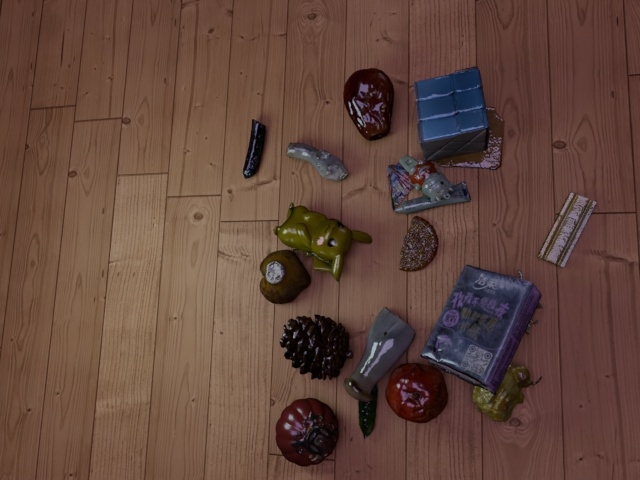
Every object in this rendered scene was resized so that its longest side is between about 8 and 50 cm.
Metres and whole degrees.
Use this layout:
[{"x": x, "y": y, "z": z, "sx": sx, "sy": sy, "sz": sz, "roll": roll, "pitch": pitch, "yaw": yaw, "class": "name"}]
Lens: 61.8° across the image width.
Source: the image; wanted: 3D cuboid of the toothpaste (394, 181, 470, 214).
[{"x": 0.399, "y": -0.143, "z": 1.926, "sx": 0.268, "sy": 0.047, "sz": 0.069, "roll": -16, "pitch": 44, "yaw": 10, "class": "toothpaste"}]

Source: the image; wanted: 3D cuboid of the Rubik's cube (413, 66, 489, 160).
[{"x": 0.451, "y": -0.430, "z": 1.855, "sx": 0.231, "sy": 0.221, "sz": 0.224, "roll": -9, "pitch": 79, "yaw": 14, "class": "Rubik's cube"}]

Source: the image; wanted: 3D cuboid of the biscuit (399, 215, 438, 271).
[{"x": 0.357, "y": 0.019, "z": 1.921, "sx": 0.126, "sy": 0.025, "sz": 0.206, "roll": 14, "pitch": 85, "yaw": 16, "class": "biscuit"}]

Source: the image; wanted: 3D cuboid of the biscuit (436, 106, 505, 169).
[{"x": 0.545, "y": -0.376, "z": 1.943, "sx": 0.232, "sy": 0.013, "sz": 0.236, "roll": 5, "pitch": 83, "yaw": 16, "class": "biscuit"}]

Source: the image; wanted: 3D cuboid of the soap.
[{"x": 0.828, "y": -0.036, "z": 1.799, "sx": 0.092, "sy": 0.037, "sz": 0.252, "roll": 28, "pitch": 89, "yaw": 19, "class": "soap"}]

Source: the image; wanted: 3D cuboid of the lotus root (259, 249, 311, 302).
[{"x": -0.157, "y": 0.131, "z": 1.964, "sx": 0.199, "sy": 0.180, "sz": 0.188, "roll": -42, "pitch": 77, "yaw": 5, "class": "lotus root"}]

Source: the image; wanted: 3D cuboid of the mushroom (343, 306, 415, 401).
[{"x": 0.195, "y": 0.392, "z": 1.830, "sx": 0.328, "sy": 0.122, "sz": 0.159, "roll": -54, "pitch": 32, "yaw": -14, "class": "mushroom"}]

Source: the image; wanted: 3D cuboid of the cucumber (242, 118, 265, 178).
[{"x": -0.262, "y": -0.361, "z": 2.133, "sx": 0.067, "sy": 0.067, "sz": 0.245, "roll": 6, "pitch": 85, "yaw": 16, "class": "cucumber"}]

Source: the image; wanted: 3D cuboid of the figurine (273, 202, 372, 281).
[{"x": -0.007, "y": -0.003, "z": 1.946, "sx": 0.327, "sy": 0.169, "sz": 0.218, "roll": 19, "pitch": 63, "yaw": 23, "class": "figurine"}]

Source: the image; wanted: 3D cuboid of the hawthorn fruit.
[{"x": 0.310, "y": 0.501, "z": 1.742, "sx": 0.208, "sy": 0.243, "sz": 0.207, "roll": -2, "pitch": 80, "yaw": 12, "class": "hawthorn fruit"}]

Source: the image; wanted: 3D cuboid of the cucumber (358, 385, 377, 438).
[{"x": 0.163, "y": 0.573, "z": 1.864, "sx": 0.069, "sy": 0.069, "sz": 0.227, "roll": 1, "pitch": 85, "yaw": 15, "class": "cucumber"}]

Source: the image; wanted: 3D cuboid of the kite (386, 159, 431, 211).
[{"x": 0.315, "y": -0.217, "z": 1.979, "sx": 0.183, "sy": 0.014, "sz": 0.241, "roll": 33, "pitch": 90, "yaw": 15, "class": "kite"}]

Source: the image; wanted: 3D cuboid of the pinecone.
[{"x": -0.016, "y": 0.366, "z": 1.867, "sx": 0.273, "sy": 0.224, "sz": 0.224, "roll": 16, "pitch": 85, "yaw": 21, "class": "pinecone"}]

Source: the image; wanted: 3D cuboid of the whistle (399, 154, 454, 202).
[{"x": 0.374, "y": -0.226, "z": 1.903, "sx": 0.102, "sy": 0.105, "sz": 0.253, "roll": -19, "pitch": 51, "yaw": -28, "class": "whistle"}]

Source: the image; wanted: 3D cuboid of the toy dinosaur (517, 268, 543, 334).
[{"x": 0.667, "y": 0.220, "z": 1.802, "sx": 0.142, "sy": 0.057, "sz": 0.212, "roll": -33, "pitch": 61, "yaw": 27, "class": "toy dinosaur"}]

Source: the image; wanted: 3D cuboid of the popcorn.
[{"x": 0.588, "y": 0.484, "z": 1.724, "sx": 0.195, "sy": 0.173, "sz": 0.168, "roll": -41, "pitch": 111, "yaw": -20, "class": "popcorn"}]

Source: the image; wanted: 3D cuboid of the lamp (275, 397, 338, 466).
[{"x": -0.042, "y": 0.654, "z": 1.825, "sx": 0.227, "sy": 0.227, "sz": 0.226, "roll": -2, "pitch": 80, "yaw": 15, "class": "lamp"}]

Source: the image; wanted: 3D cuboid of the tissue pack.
[{"x": 0.513, "y": 0.271, "z": 1.717, "sx": 0.259, "sy": 0.122, "sz": 0.361, "roll": 16, "pitch": 72, "yaw": 45, "class": "tissue pack"}]

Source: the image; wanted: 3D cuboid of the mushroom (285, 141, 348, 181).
[{"x": -0.013, "y": -0.306, "z": 2.044, "sx": 0.278, "sy": 0.099, "sz": 0.096, "roll": 33, "pitch": 77, "yaw": 22, "class": "mushroom"}]

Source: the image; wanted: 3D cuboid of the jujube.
[{"x": 0.185, "y": -0.504, "z": 1.981, "sx": 0.190, "sy": 0.190, "sz": 0.255, "roll": -13, "pitch": 85, "yaw": 12, "class": "jujube"}]
